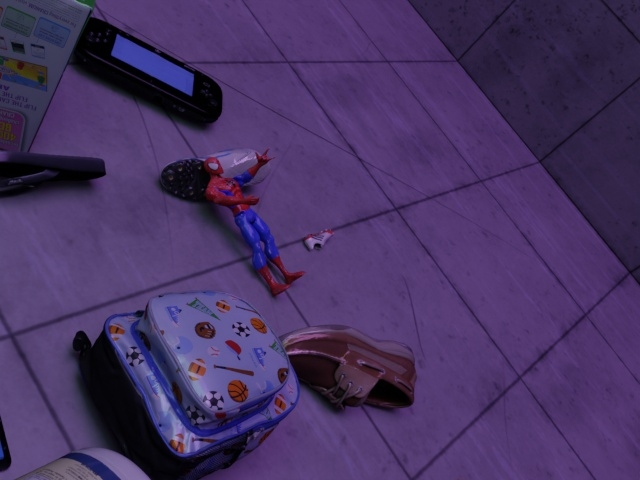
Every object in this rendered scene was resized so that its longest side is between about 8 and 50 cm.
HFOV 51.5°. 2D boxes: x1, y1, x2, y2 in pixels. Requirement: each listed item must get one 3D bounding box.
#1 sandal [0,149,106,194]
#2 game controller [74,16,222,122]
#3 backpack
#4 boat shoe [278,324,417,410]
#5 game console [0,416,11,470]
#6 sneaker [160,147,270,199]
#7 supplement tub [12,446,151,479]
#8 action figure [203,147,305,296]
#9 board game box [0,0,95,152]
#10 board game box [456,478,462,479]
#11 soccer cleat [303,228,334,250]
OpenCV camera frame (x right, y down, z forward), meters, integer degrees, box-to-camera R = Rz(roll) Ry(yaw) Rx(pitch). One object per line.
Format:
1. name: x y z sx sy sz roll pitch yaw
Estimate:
1. sandal: -0.450 -0.101 1.026 0.254 0.097 0.055 -4 85 -44
2. game controller: -0.347 -0.351 1.367 0.319 0.067 0.167 25 42 -25
3. backpack: -0.164 0.192 0.933 0.263 0.213 0.277 0 52 -56
4. boat shoe: 0.050 0.229 1.156 0.324 0.123 0.117 14 49 -32
5. game console: -0.422 0.212 0.774 0.071 0.107 0.122 -19 66 -19
6. sneaker: -0.209 -0.133 1.297 0.237 0.085 0.086 -13 23 -39
7. supplement tub: -0.305 0.361 0.607 0.324 0.235 0.235 -18 69 -49
8. action figure: -0.108 -0.050 1.215 0.280 0.139 0.091 54 35 -3
9. board game box: -0.497 -0.284 0.959 0.242 0.316 0.064 20 43 -29
10. board game box: 0.048 0.538 0.668 0.356 0.356 0.357 -18 69 -50
11. soccer cleat: 0.000 0.000 1.397 0.083 0.029 0.036 -14 74 -45
